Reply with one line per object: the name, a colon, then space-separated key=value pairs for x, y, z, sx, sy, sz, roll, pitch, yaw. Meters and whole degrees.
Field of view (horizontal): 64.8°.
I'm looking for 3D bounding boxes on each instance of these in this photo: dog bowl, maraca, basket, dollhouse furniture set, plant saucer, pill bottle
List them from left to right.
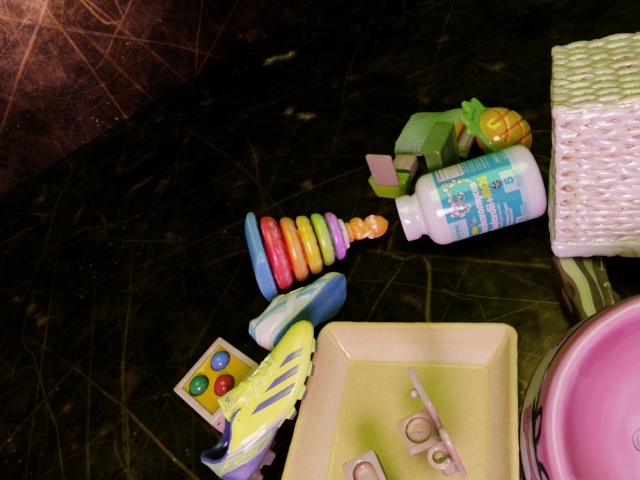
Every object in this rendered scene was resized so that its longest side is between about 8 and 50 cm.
dollhouse furniture set: x=0.096 y=0.281 z=0.646 sx=0.151 sy=0.123 sz=0.144 roll=-28 pitch=43 yaw=1
plant saucer: x=0.129 y=0.287 z=0.773 sx=0.333 sy=0.081 sz=0.332 roll=-4 pitch=49 yaw=24
dollhouse furniture set: x=0.245 y=-0.251 z=1.168 sx=0.198 sy=0.151 sz=0.301 roll=9 pitch=55 yaw=34
pill bottle: x=0.287 y=-0.080 z=0.989 sx=0.264 sy=0.146 sz=0.146 roll=-18 pitch=44 yaw=13
maraca: x=0.377 y=-0.237 z=1.086 sx=0.099 sy=0.186 sz=0.127 roll=-44 pitch=25 yaw=53
basket: x=0.546 y=-0.167 z=0.813 sx=0.331 sy=0.266 sz=0.328 roll=-1 pitch=37 yaw=25
dog bowl: x=0.428 y=0.231 z=0.545 sx=0.408 sy=0.150 sz=0.408 roll=-11 pitch=61 yaw=20

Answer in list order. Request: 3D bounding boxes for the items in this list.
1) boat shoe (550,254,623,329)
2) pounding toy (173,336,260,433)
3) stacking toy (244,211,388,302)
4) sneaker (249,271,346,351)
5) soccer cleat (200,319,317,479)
boat shoe: x=0.436 y=0.112 z=0.771 sx=0.095 sy=0.095 sz=0.257 roll=-9 pitch=46 yaw=12
pounding toy: x=-0.134 y=0.250 z=0.933 sx=0.181 sy=0.094 sz=0.206 roll=22 pitch=63 yaw=40
stacking toy: x=0.000 y=0.000 z=1.078 sx=0.302 sy=0.175 sz=0.165 roll=-17 pitch=46 yaw=-4
sneaker: x=-0.036 y=0.125 z=0.976 sx=0.092 sy=0.087 sz=0.229 roll=16 pitch=37 yaw=40
soccer cleat: x=-0.099 y=0.257 z=0.824 sx=0.289 sy=0.121 sz=0.093 roll=-64 pitch=7 yaw=-1
